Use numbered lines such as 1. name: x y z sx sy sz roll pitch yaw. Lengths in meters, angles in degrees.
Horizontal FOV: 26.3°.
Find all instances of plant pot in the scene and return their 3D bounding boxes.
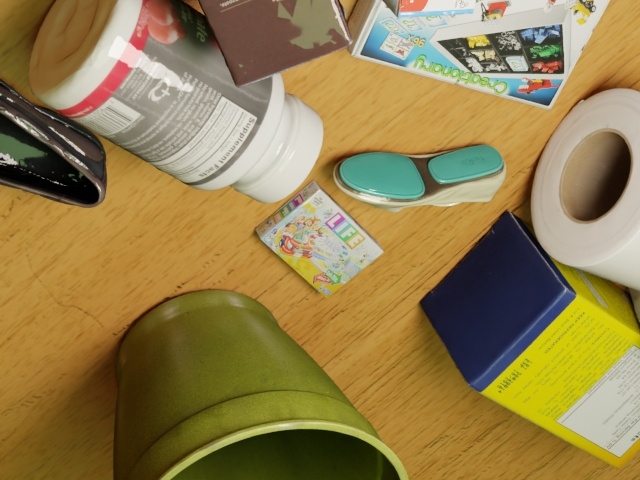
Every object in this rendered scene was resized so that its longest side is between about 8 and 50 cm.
1. plant pot: -0.114 0.255 1.757 0.366 0.353 0.366 -11 128 -14

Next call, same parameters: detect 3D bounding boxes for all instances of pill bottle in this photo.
1. pill bottle: -0.153 -0.164 1.545 0.318 0.176 0.176 30 110 -36

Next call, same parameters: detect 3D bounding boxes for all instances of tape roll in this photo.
1. tape roll: 0.421 -0.061 1.810 0.169 0.246 0.246 17 117 -32

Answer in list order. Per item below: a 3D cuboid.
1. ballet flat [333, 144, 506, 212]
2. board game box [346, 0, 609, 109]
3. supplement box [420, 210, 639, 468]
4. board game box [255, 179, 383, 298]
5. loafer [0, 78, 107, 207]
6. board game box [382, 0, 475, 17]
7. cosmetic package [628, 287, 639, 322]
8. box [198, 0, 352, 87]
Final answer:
1. ballet flat: 0.127 -0.071 1.797 0.248 0.086 0.086 -5 126 -20
2. board game box: 0.198 -0.284 1.678 0.305 0.053 0.193 11 119 -28
3. supplement box: 0.352 0.148 1.969 0.356 0.195 0.194 31 109 -35
4. board game box: 0.000 0.000 1.826 0.103 0.026 0.154 -40 129 9
5. loafer: -0.370 -0.119 1.544 0.302 0.095 0.109 22 114 -33
6. board game box: 0.079 -0.425 1.361 0.086 0.308 0.302 -6 127 -20
7. cosmetic package: 0.592 -0.007 1.890 0.097 0.284 0.377 38 108 -4
8. box: -0.099 -0.369 1.365 0.143 0.191 0.381 -22 120 6
